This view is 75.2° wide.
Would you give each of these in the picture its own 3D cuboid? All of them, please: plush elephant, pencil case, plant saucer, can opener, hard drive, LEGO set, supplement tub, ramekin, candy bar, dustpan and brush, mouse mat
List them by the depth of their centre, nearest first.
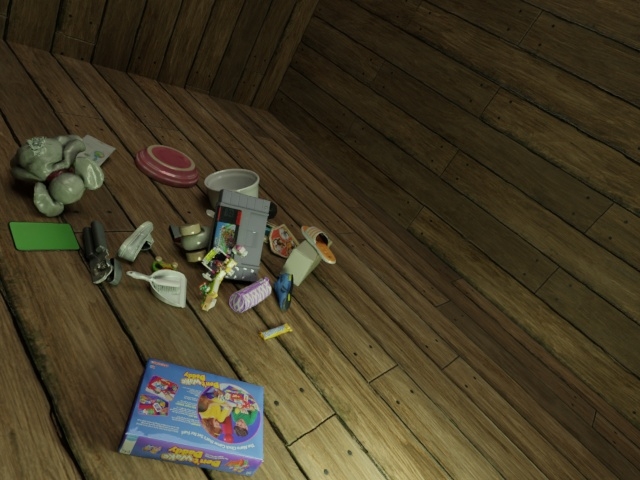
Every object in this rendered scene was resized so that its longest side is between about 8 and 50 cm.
[{"bbox_3d":[-0.935,-0.015,1.411,0.189,0.007,0.153,0,40,-47],"label":"mouse mat"},{"bbox_3d":[-0.758,0.049,1.446,0.284,0.075,0.095,54,1,40],"label":"can opener"},{"bbox_3d":[-0.568,0.147,1.449,0.210,0.060,0.147,14,39,-26],"label":"dustpan and brush"},{"bbox_3d":[-0.970,-0.243,1.542,0.271,0.256,0.330,-32,19,-21],"label":"plush elephant"},{"bbox_3d":[-0.404,0.123,1.572,0.107,0.132,0.287,47,54,-26],"label":"LEGO set"},{"bbox_3d":[-0.173,0.349,1.590,0.040,0.018,0.161,44,27,26],"label":"candy bar"},{"bbox_3d":[-0.272,0.213,1.645,0.086,0.088,0.206,35,26,12],"label":"pencil case"},{"bbox_3d":[-0.581,-0.024,1.809,0.135,0.022,0.094,9,33,-41],"label":"hard drive"},{"bbox_3d":[-0.449,-0.255,2.143,0.276,0.135,0.277,0,32,0],"label":"ramekin"},{"bbox_3d":[-0.797,-0.405,2.195,0.331,0.084,0.332,25,25,-13],"label":"plant saucer"},{"bbox_3d":[-0.322,-0.177,2.235,0.105,0.106,0.197,8,8,-40],"label":"supplement tub"}]

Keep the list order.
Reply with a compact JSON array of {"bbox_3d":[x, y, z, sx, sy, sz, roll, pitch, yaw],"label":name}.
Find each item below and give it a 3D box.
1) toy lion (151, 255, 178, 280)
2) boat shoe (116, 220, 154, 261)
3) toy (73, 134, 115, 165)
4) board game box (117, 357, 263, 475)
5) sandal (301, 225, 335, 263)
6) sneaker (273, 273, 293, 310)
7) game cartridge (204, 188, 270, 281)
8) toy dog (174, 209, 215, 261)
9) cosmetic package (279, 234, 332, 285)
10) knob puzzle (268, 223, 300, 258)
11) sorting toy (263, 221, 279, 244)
[{"bbox_3d":[-0.580,0.114,1.551,0.100,0.034,0.096,23,34,-17],"label":"toy lion"},{"bbox_3d":[-0.685,0.008,1.583,0.081,0.079,0.228,36,28,-13],"label":"boat shoe"},{"bbox_3d":[-1.056,-0.387,1.901,0.136,0.056,0.237,27,30,-18],"label":"toy"},{"bbox_3d":[-0.326,0.471,1.118,0.346,0.078,0.233,22,26,-19],"label":"board game box"},{"bbox_3d":[0.008,0.001,1.992,0.101,0.076,0.265,4,37,-47],"label":"sandal"},{"bbox_3d":[-0.166,0.223,1.793,0.082,0.069,0.210,-2,37,5],"label":"sneaker"},{"bbox_3d":[-0.341,-0.015,1.717,0.230,0.356,0.068,12,-4,-40],"label":"game cartridge"},{"bbox_3d":[-0.479,-0.021,1.765,0.160,0.221,0.333,9,1,35],"label":"toy dog"},{"bbox_3d":[-0.064,0.080,2.043,0.113,0.160,0.309,34,26,5],"label":"cosmetic package"},{"bbox_3d":[-0.184,0.011,2.111,0.213,0.030,0.213,27,45,-30],"label":"knob puzzle"},{"bbox_3d":[-0.248,-0.041,2.188,0.347,0.047,0.196,25,26,-14],"label":"sorting toy"}]
